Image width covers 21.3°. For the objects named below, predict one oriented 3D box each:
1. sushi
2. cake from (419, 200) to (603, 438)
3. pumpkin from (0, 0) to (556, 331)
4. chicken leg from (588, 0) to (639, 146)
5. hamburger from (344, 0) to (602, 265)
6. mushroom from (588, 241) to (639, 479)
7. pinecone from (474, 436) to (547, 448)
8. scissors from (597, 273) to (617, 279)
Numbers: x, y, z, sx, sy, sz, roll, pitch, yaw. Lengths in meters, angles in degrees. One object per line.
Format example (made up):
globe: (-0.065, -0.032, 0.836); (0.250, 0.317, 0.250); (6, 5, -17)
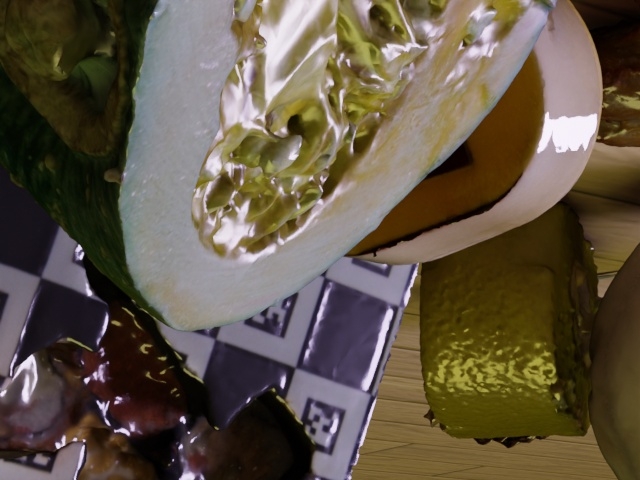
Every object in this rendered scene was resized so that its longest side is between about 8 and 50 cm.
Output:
sushi: (-0.121, 0.074, 1.069); (0.343, 0.359, 0.064); (22, 173, -31)
cake: (0.164, 0.073, 1.447); (0.156, 0.179, 0.260); (-6, 164, 18)
pumpkin: (-0.038, -0.133, 0.643); (0.263, 0.197, 0.293); (-32, 155, -33)
chicken leg: (0.196, -0.116, 0.983); (0.177, 0.083, 0.322); (25, 150, -38)
hamburger: (0.053, -0.077, 0.941); (0.210, 0.173, 0.116); (-24, -175, 33)
mushroom: (0.397, 0.109, 1.341); (0.356, 0.315, 0.315); (2, 165, -19)
pinecone: (0.200, 0.122, 1.687); (0.163, 0.163, 0.165); (-14, 175, 41)
scissors: (0.258, 0.038, 1.642); (0.083, 0.006, 0.036); (-11, 163, 34)
